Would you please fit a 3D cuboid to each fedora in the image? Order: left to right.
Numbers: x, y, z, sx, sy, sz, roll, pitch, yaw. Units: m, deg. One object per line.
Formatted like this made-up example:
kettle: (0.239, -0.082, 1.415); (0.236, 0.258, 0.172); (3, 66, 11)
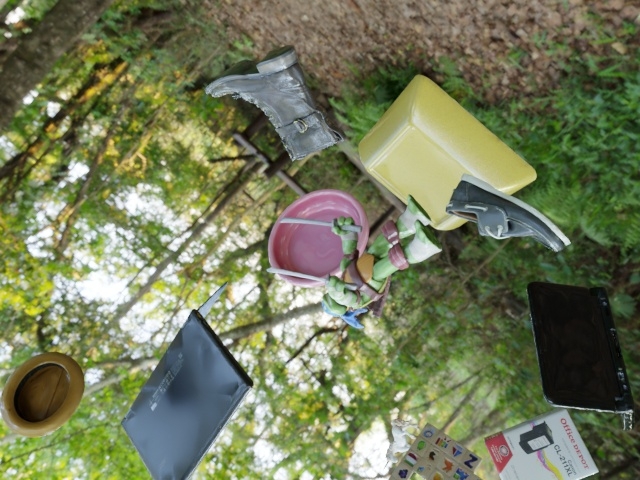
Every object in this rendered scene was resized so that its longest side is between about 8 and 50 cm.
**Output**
fedora: (-0.634, 0.360, 1.324); (0.194, 0.194, 0.079); (43, 159, 16)

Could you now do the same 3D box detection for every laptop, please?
laptop: (-0.310, 0.364, 1.474); (0.408, 0.381, 0.236); (43, -163, 33)

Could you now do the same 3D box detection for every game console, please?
game console: (0.247, 0.109, 0.542); (0.107, 0.071, 0.122); (51, -144, -49)

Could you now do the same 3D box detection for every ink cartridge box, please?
ink cartridge box: (0.433, 0.423, 1.133); (0.127, 0.175, 0.072); (67, -172, 19)

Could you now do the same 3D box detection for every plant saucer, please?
plant saucer: (0.000, 0.000, 1.756); (0.332, 0.332, 0.084); (44, 177, 38)
plant saucer: (0.254, -0.162, 1.300); (0.333, 0.081, 0.333); (40, 153, -3)

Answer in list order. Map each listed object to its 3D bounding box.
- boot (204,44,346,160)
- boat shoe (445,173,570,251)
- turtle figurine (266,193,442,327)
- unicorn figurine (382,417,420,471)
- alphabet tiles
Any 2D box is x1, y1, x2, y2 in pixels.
boot: (-0.098, -0.263, 1.184); (0.263, 0.091, 0.229); (-5, 127, 37)
boat shoe: (0.294, -0.031, 0.914); (0.084, 0.079, 0.233); (34, -176, -39)
turtle figurine: (0.061, 0.015, 1.036); (0.274, 0.266, 0.198); (55, -160, 3)
unicorn figurine: (0.236, 0.583, 1.646); (0.111, 0.161, 0.060); (-3, -178, 26)
alphabet tiles: (0.294, 0.573, 1.340); (0.237, 0.198, 0.009); (27, 159, 37)
